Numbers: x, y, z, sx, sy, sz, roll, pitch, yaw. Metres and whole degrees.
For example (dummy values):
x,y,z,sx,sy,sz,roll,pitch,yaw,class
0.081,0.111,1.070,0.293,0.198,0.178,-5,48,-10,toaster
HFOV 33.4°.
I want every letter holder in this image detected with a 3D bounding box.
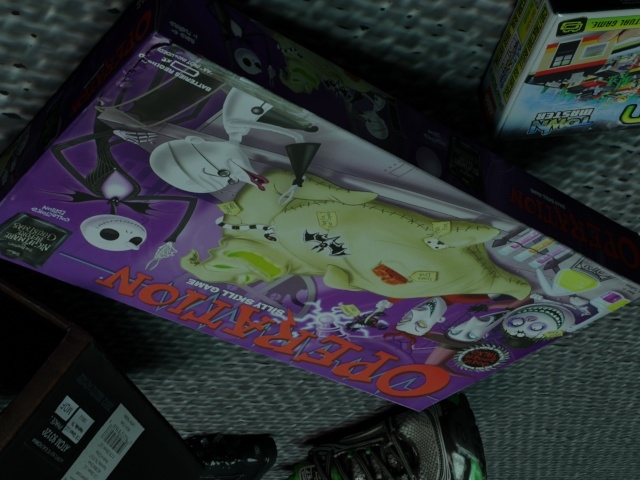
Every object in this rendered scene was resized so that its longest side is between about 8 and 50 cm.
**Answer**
x,y,z,sx,sy,sz,roll,pitch,yaw,class
-0.238,0.127,0.753,0.152,0.214,0.302,-53,159,-17,letter holder

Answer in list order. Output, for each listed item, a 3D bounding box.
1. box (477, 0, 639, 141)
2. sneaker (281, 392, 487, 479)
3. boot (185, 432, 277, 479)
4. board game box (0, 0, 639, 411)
x,y,z,sx,sy,sz,roll,pitch,yaw,class
0.201,-0.107,0.582,0.207,0.036,0.114,-6,153,-11,box
0.062,0.262,1.142,0.146,0.134,0.343,3,150,-26,sneaker
-0.110,0.244,1.137,0.099,0.045,0.121,1,144,-29,boot
0.000,0.000,0.622,0.347,0.056,0.208,24,142,-31,board game box
